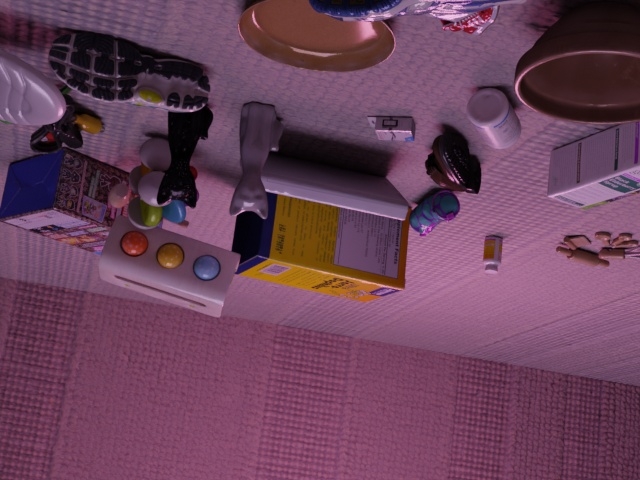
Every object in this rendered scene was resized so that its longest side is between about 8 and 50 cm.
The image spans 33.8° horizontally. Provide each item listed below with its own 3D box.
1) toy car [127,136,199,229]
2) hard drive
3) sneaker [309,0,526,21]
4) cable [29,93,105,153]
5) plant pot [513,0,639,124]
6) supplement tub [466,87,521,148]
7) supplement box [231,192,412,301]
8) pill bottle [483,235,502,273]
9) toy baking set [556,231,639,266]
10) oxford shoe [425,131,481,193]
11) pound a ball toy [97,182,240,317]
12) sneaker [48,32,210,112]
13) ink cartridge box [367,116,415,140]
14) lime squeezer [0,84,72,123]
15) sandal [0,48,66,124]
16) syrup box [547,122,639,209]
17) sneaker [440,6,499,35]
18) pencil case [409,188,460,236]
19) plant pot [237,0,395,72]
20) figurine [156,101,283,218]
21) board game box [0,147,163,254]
[{"bbox_3d":[-0.315,-0.110,2.152,0.136,0.182,0.159,8,150,-20],"label":"toy car"},{"bbox_3d":[0.003,-0.113,2.077,0.308,0.040,0.203,11,-164,-14],"label":"hard drive"},{"bbox_3d":[0.129,-0.318,1.354,0.296,0.111,0.131,-1,163,28],"label":"sneaker"},{"bbox_3d":[-0.497,-0.226,1.963,0.140,0.072,0.287,-11,168,-1],"label":"cable"},{"bbox_3d":[0.391,-0.255,1.463,0.237,0.109,0.237,7,163,2],"label":"plant pot"},{"bbox_3d":[0.290,-0.203,1.757,0.071,0.071,0.107,0,163,23],"label":"supplement tub"},{"bbox_3d":[0.000,0.000,2.356,0.357,0.194,0.195,14,163,-22],"label":"supplement box"},{"bbox_3d":[0.408,0.035,2.502,0.043,0.083,0.043,7,164,2],"label":"pill bottle"},{"bbox_3d":[0.685,0.030,2.464,0.256,0.030,0.197,17,161,-31],"label":"toy baking set"},{"bbox_3d":[0.235,-0.140,1.981,0.096,0.082,0.227,6,163,21],"label":"oxford shoe"},{"bbox_3d":[-0.328,0.007,2.230,0.319,0.208,0.135,19,156,-1],"label":"pound a ball toy"},{"bbox_3d":[-0.323,-0.265,1.763,0.275,0.107,0.110,15,172,-25],"label":"sneaker"},{"bbox_3d":[0.127,-0.202,1.905,0.083,0.028,0.048,3,163,15],"label":"ink cartridge box"},{"bbox_3d":[-0.559,-0.267,1.966,0.310,0.059,0.110,2,131,20],"label":"lime squeezer"},{"bbox_3d":[-0.605,-0.312,1.737,0.416,0.102,0.169,19,150,5],"label":"sandal"},{"bbox_3d":[0.515,-0.133,1.858,0.093,0.096,0.237,16,163,-26],"label":"syrup box"},{"bbox_3d":[0.203,-0.317,1.451,0.067,0.042,0.118,6,166,-8],"label":"sneaker"},{"bbox_3d":[0.244,-0.059,2.275,0.065,0.070,0.152,-6,169,-16],"label":"pencil case"},{"bbox_3d":[-0.004,-0.315,1.565,0.236,0.032,0.236,7,165,2],"label":"plant pot"},{"bbox_3d":[-0.180,-0.146,1.901,0.215,0.209,0.092,9,164,-9],"label":"figurine"},{"bbox_3d":[-0.539,-0.081,2.404,0.232,0.141,0.291,-8,158,42],"label":"board game box"}]
